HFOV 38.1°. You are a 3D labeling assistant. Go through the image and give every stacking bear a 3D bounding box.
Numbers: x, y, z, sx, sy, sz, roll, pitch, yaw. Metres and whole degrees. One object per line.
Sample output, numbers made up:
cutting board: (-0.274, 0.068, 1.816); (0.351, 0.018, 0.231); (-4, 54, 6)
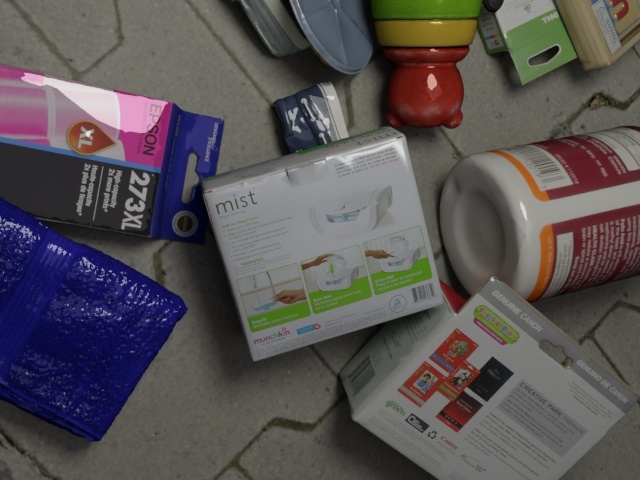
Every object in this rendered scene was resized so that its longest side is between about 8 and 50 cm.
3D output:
stacking bear: (0.145, -0.299, 1.276); (0.175, 0.164, 0.289); (-1, 104, 1)

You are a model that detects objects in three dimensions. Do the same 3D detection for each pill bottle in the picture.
pill bottle: (0.393, -0.046, 1.351); (0.392, 0.224, 0.224); (-11, 97, -21)

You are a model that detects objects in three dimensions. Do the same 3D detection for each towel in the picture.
towel: (-0.341, 0.099, 1.103); (0.308, 0.076, 0.228); (31, 98, -24)

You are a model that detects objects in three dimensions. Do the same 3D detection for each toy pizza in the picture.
toy pizza: (0.006, -0.315, 1.239); (0.201, 0.032, 0.201); (30, 52, -47)

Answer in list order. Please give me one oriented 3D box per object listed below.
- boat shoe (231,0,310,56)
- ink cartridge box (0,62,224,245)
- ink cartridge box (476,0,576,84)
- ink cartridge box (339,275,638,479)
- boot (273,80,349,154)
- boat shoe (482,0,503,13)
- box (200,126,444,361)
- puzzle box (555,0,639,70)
boat shoe: (-0.094, -0.337, 1.211); (0.227, 0.081, 0.079); (54, 36, -21)
ink cartridge box: (-0.300, -0.106, 1.151); (0.370, 0.069, 0.176); (10, 89, -25)
ink cartridge box: (0.290, -0.346, 1.381); (0.109, 0.062, 0.209); (-28, 102, -18)
ink cartridge box: (0.234, 0.204, 1.297); (0.309, 0.130, 0.272); (38, 103, -20)
boot: (0.001, -0.117, 1.279); (0.086, 0.069, 0.190); (-19, 97, -7)
boat shoe: (0.247, -0.389, 1.307); (0.048, 0.042, 0.133); (2, 94, -22)
box: (0.000, 0.000, 1.199); (0.261, 0.127, 0.231); (-17, 104, -5)
puzzle box: (0.411, -0.495, 1.382); (0.272, 0.052, 0.409); (-40, 111, -31)
